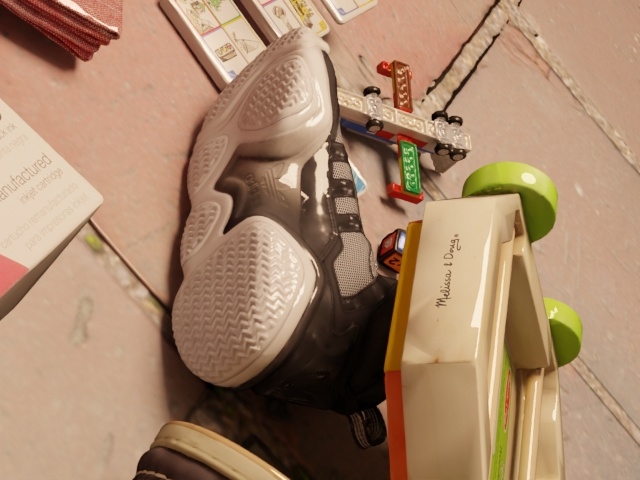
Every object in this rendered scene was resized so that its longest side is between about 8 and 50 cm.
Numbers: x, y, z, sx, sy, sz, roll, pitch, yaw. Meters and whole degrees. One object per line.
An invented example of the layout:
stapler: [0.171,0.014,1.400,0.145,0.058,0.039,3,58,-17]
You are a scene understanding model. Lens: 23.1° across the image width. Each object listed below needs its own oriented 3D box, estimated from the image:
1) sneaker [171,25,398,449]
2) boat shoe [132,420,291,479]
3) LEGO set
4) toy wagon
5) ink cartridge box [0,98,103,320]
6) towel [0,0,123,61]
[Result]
sneaker: [0.000,0.000,0.949,0.153,0.101,0.269,37,41,-30]
boat shoe: [0.002,0.213,0.764,0.092,0.103,0.285,-44,98,-24]
LEGO set: [0.008,-0.093,1.106,0.244,0.060,0.182,54,45,0]
toy wagon: [0.107,0.136,0.893,0.344,0.068,0.267,71,23,-45]
ink cartridge box: [-0.223,-0.037,0.665,0.218,0.092,0.158,43,31,-4]
towel: [-0.219,-0.277,0.971,0.237,0.037,0.329,30,39,-30]
